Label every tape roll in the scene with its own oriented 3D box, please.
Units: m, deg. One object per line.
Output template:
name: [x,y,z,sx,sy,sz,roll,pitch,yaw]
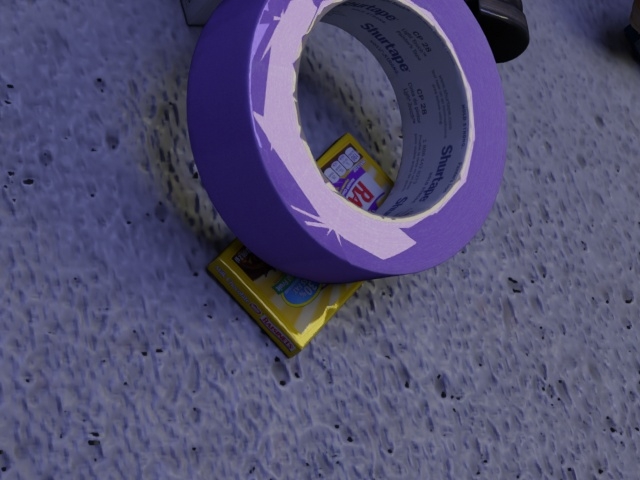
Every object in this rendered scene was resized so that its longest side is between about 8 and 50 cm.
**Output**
tape roll: [0.027,-0.103,1.267,0.275,0.090,0.274,7,78,-37]

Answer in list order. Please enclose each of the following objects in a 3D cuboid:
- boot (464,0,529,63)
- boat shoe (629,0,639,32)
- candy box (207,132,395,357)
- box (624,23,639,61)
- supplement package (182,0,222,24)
boot: [0.107,-0.306,1.527,0.263,0.091,0.229,23,50,-27]
boat shoe: [0.460,-0.255,1.650,0.302,0.103,0.113,5,50,-30]
candy box: [0.000,0.000,1.318,0.105,0.027,0.206,49,50,-7]
box: [0.461,-0.188,1.712,0.233,0.044,0.159,-12,73,-37]
supplement package: [-0.024,-0.303,1.322,0.134,0.244,0.139,-6,70,-35]
